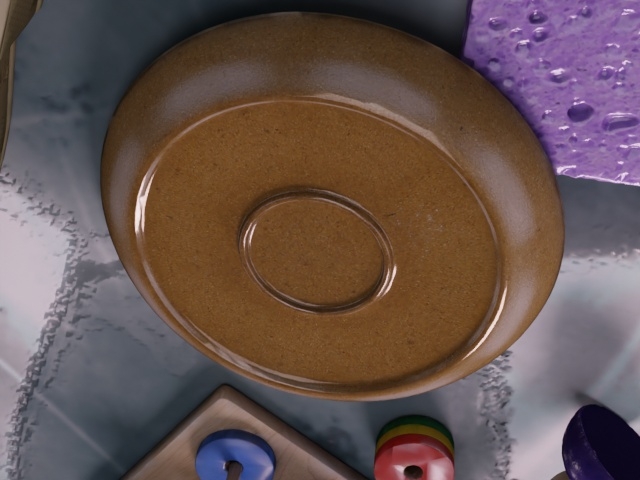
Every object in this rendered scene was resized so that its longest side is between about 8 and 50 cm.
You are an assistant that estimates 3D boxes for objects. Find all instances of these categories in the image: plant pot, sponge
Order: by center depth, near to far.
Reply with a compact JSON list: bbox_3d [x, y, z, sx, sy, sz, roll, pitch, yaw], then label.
[{"bbox_3d":[0.127,-0.123,0.559,0.117,0.031,0.210,8,123,1],"label":"sponge"},{"bbox_3d":[0.000,0.000,0.630,0.236,0.032,0.236,7,129,9],"label":"plant pot"}]

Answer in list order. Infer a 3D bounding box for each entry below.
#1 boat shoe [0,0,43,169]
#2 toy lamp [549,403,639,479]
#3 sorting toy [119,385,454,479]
[{"bbox_3d":[-0.203,-0.059,0.593,0.103,0.113,0.302,19,112,-6],"label":"boat shoe"},{"bbox_3d":[0.080,0.203,0.751,0.080,0.080,0.275,37,118,-18],"label":"toy lamp"},{"bbox_3d":[-0.054,0.176,0.763,0.132,0.046,0.274,37,119,-17],"label":"sorting toy"}]
